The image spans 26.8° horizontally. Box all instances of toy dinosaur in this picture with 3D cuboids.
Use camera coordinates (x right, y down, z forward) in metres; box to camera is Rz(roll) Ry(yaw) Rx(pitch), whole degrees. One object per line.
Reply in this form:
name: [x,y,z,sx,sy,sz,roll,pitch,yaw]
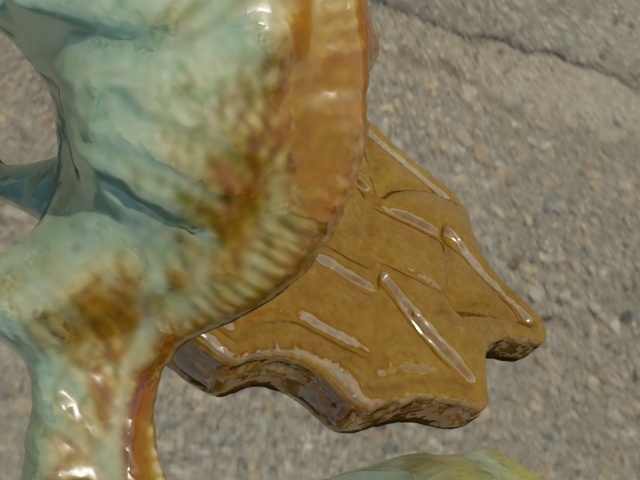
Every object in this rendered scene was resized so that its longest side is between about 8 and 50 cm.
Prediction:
toy dinosaur: [-0.061,-0.099,0.340,0.205,0.092,0.393,27,94,17]

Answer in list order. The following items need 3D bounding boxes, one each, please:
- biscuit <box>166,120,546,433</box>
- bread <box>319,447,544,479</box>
biscuit: [0.001,-0.002,0.535,0.215,0.182,0.034,23,128,-19]
bread: [0.070,0.276,0.908,0.395,0.239,0.264,-31,94,-6]
